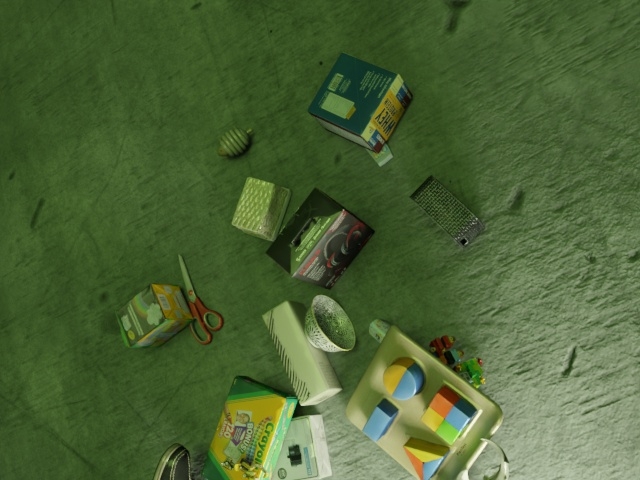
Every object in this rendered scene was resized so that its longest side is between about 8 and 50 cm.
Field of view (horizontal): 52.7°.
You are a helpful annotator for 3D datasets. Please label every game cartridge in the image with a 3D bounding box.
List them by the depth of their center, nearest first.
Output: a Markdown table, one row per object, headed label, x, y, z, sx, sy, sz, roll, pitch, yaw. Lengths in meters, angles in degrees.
| label | x | y | z | sx | sy | sz | roll | pitch | yaw |
| --- | --- | --- | --- | --- | --- | --- | --- | --- | --- |
| game cartridge | 0.169 | -0.259 | 1.858 | 0.056 | 0.017 | 0.083 | -39 | 67 | 7 |

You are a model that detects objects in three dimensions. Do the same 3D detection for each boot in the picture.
| label | x | y | z | sx | sy | sz | roll | pitch | yaw |
| --- | --- | --- | --- | --- | --- | --- | --- | --- | --- |
| boot | -0.314 | 0.755 | 1.745 | 0.284 | 0.138 | 0.377 | 11 | 101 | 22 |

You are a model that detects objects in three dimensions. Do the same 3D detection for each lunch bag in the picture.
| label | x | y | z | sx | sy | sz | roll | pitch | yaw |
| --- | --- | --- | --- | --- | --- | --- | --- | --- | --- |
| lunch bag | 0.168 | 0.246 | 1.713 | 0.071 | 0.083 | 0.053 | 41 | 95 | 24 |

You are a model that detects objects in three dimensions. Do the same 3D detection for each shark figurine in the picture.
| label | x | y | z | sx | sy | sz | roll | pitch | yaw |
| --- | --- | --- | --- | --- | --- | --- | --- | --- | --- |
| shark figurine | 0.377 | 0.585 | 1.478 | 0.166 | 0.116 | 0.278 | 29 | 119 | -13 |

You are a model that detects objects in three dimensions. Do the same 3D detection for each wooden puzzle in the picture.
| label | x | y | z | sx | sy | sz | roll | pitch | yaw |
| --- | --- | --- | --- | --- | --- | --- | --- | --- | --- |
| wooden puzzle | 0.228 | 0.430 | 1.584 | 0.348 | 0.080 | 0.322 | 39 | 122 | 26 |

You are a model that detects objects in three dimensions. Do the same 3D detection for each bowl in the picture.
| label | x | y | z | sx | sy | sz | roll | pitch | yaw |
| --- | --- | --- | --- | --- | --- | --- | --- | --- | --- |
| bowl | 0.009 | 0.239 | 1.744 | 0.080 | 0.170 | 0.170 | -37 | 67 | 25 |

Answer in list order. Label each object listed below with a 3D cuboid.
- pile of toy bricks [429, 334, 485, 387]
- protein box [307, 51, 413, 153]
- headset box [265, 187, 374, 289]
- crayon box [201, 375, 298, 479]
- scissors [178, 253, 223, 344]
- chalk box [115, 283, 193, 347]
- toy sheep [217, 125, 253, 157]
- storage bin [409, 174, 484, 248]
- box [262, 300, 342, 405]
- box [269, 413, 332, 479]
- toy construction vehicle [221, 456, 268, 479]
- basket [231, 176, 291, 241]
| label | x | y | z | sx | sy | sz | roll | pitch | yaw |
| --- | --- | --- | --- | --- | --- | --- | --- | --- | --- |
| pile of toy bricks | 0.361 | 0.328 | 1.618 | 0.105 | 0.118 | 0.212 | -14 | 59 | -17 |
| protein box | 0.113 | -0.390 | 1.833 | 0.201 | 0.136 | 0.200 | 30 | 90 | 29 |
| headset box | 0.000 | 0.000 | 1.720 | 0.110 | 0.293 | 0.218 | 40 | 94 | 25 |
| crayon box | -0.187 | 0.518 | 1.706 | 0.165 | 0.081 | 0.278 | 17 | 85 | 24 |
| scissors | -0.401 | 0.183 | 1.995 | 0.109 | 0.021 | 0.297 | -42 | 68 | 11 |
| chalk box | -0.521 | 0.243 | 1.968 | 0.213 | 0.132 | 0.132 | -36 | 68 | 20 |
| toy sheep | -0.267 | -0.309 | 2.013 | 0.132 | 0.091 | 0.091 | -41 | 67 | 4 |
| storage bin | 0.332 | -0.075 | 1.692 | 0.084 | 0.122 | 0.180 | -46 | 66 | 7 |
| box | -0.051 | 0.308 | 1.777 | 0.094 | 0.113 | 0.275 | -32 | 67 | 14 |
| box | -0.128 | 0.583 | 1.761 | 0.290 | 0.087 | 0.169 | -15 | 73 | 19 |
| toy construction vehicle | -0.184 | 0.563 | 1.603 | 0.098 | 0.086 | 0.035 | 21 | 80 | 25 |
| basket | -0.177 | -0.095 | 1.917 | 0.113 | 0.103 | 0.167 | 17 | 86 | 26 |
